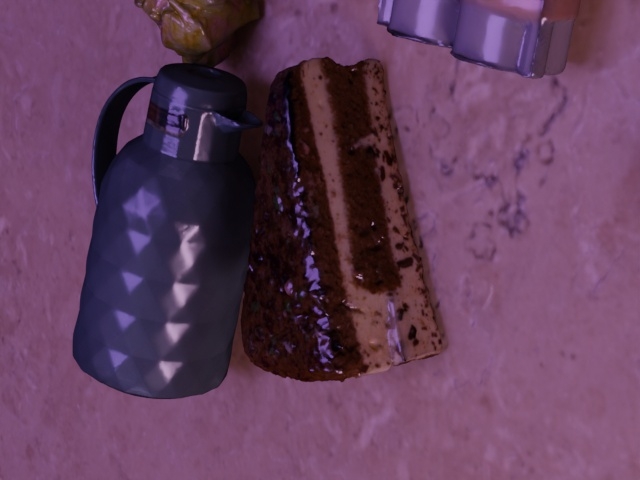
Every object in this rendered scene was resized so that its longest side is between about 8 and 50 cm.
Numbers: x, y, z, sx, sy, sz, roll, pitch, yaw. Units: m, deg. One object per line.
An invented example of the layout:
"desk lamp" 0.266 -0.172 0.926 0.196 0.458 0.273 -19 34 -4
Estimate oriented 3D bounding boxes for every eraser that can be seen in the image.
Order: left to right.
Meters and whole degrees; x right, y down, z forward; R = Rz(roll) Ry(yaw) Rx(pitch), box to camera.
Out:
"eraser" 0.126 -0.266 0.941 0.171 0.087 0.290 32 120 50

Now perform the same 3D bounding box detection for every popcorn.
"popcorn" -0.109 -0.201 1.243 0.097 0.109 0.089 42 99 -3

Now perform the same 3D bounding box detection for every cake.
"cake" -0.005 -0.009 1.126 0.135 0.112 0.246 -20 80 53

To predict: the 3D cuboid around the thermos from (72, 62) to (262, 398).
"thermos" -0.138 -0.019 1.263 0.182 0.145 0.286 27 115 36
